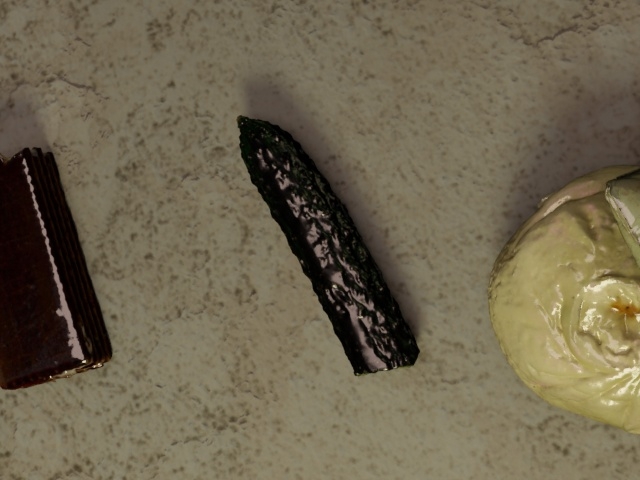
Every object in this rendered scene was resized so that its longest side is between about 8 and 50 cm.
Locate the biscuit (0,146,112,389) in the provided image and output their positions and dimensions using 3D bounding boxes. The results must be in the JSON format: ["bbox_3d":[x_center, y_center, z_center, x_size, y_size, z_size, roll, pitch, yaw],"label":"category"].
[{"bbox_3d":[-0.306,0.026,1.306,0.106,0.070,0.252,-20,84,12],"label":"biscuit"}]

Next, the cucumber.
[{"bbox_3d":[0.002,-0.001,1.227,0.072,0.072,0.300,-30,81,12],"label":"cucumber"}]

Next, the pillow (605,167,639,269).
[{"bbox_3d":[0.368,-0.011,1.053,0.075,0.302,0.184,-36,81,53],"label":"pillow"}]

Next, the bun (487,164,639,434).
[{"bbox_3d":[0.269,0.048,1.119,0.244,0.153,0.243,-1,86,10],"label":"bun"}]
